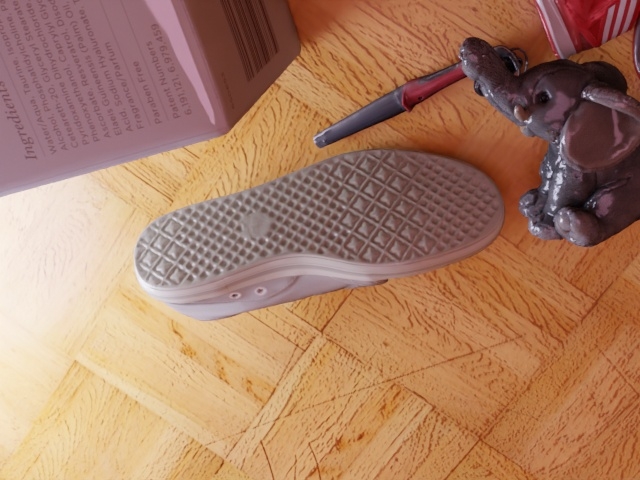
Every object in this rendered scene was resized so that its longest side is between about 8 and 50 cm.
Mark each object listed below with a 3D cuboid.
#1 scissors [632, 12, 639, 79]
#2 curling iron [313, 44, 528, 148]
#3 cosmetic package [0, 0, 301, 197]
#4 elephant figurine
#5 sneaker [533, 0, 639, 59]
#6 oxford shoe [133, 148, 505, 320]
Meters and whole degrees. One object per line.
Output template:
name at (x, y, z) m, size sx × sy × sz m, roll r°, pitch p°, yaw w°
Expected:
scissors at (0.382, -0.130, 1.469) m, size 0.021 × 0.109 × 0.297 m, roll -24°, pitch 136°, yaw -21°
curling iron at (0.114, -0.159, 1.517) m, size 0.274 × 0.035 × 0.068 m, roll -18°, pitch 107°, yaw 19°
cosmetic package at (-0.282, -0.261, 1.405) m, size 0.394 × 0.329 × 0.327 m, roll -14°, pitch 109°, yaw 17°
elephant figurine at (0.280, -0.125, 1.404) m, size 0.169 × 0.186 × 0.239 m, roll 23°, pitch 135°, yaw 47°
sneaker at (0.279, -0.314, 1.401) m, size 0.128 × 0.087 × 0.221 m, roll -20°, pitch 119°, yaw 11°
oxford shoe at (0.000, 0.000, 1.569) m, size 0.449 × 0.169 × 0.130 m, roll -12°, pitch 150°, yaw 10°
